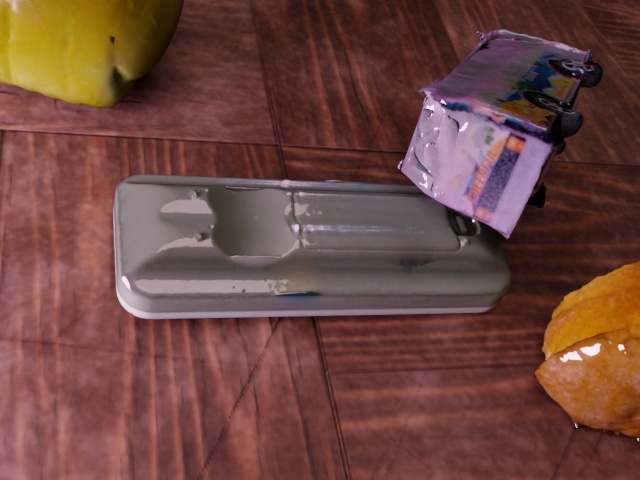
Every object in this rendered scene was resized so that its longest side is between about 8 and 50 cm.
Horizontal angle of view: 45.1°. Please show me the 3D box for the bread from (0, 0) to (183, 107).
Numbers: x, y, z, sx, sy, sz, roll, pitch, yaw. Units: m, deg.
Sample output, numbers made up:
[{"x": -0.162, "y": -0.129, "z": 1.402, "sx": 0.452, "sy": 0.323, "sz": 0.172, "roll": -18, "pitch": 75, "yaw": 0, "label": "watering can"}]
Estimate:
[{"x": -0.303, "y": -0.276, "z": 0.691, "sx": 0.376, "sy": 0.208, "sz": 0.251, "roll": 17, "pitch": 53, "yaw": -10, "label": "bread"}]

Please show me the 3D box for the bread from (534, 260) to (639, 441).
[{"x": 0.321, "y": 0.090, "z": 0.642, "sx": 0.260, "sy": 0.134, "sz": 0.129, "roll": 12, "pitch": 48, "yaw": -10, "label": "bread"}]

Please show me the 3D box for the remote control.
[{"x": 0.000, "y": 0.000, "z": 0.650, "sx": 0.335, "sy": 0.066, "sz": 0.128, "roll": 0, "pitch": 55, "yaw": -19, "label": "remote control"}]

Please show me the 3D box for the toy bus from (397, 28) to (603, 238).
[{"x": 0.184, "y": -0.125, "z": 0.755, "sx": 0.137, "sy": 0.113, "sz": 0.317, "roll": 25, "pitch": 32, "yaw": 11, "label": "toy bus"}]
